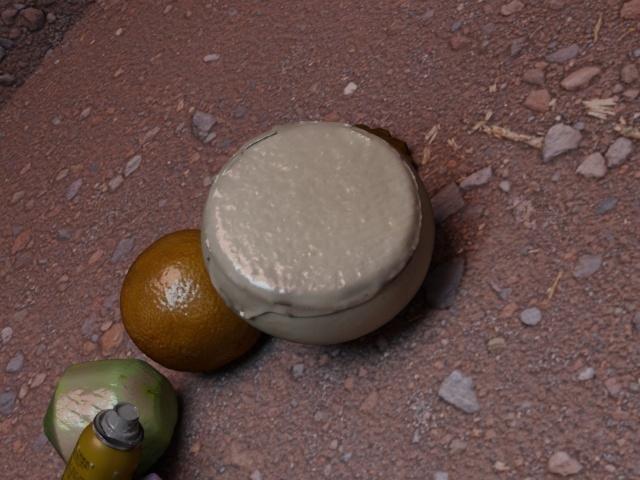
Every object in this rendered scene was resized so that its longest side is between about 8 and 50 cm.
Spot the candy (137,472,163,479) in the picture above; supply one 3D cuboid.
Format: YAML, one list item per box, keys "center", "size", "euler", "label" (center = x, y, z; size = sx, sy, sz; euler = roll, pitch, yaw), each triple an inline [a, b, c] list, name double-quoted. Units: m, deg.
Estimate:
- center: [-0.271, 0.466, 2.105]
  size: [0.073, 0.092, 0.160]
  euler: [-24, 39, 20]
  label: "candy"

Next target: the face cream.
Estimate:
- center: [-0.369, 0.397, 2.124]
  size: [0.348, 0.105, 0.105]
  euler: [-63, 28, 30]
  label: "face cream"

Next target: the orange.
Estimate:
- center: [-0.208, 0.100, 2.266]
  size: [0.264, 0.264, 0.264]
  euler: [-25, 42, 25]
  label: "orange"

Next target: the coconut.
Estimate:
- center: [-0.368, 0.307, 2.250]
  size: [0.236, 0.204, 0.235]
  euler: [-4, 76, 15]
  label: "coconut"

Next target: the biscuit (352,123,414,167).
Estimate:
- center: [0.007, -0.086, 2.355]
  size: [0.329, 0.078, 0.335]
  euler: [-42, 40, -1]
  label: "biscuit"

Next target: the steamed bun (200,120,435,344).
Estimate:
- center: [0.000, 0.000, 2.114]
  size: [0.375, 0.241, 0.374]
  euler: [-4, 64, 7]
  label: "steamed bun"
